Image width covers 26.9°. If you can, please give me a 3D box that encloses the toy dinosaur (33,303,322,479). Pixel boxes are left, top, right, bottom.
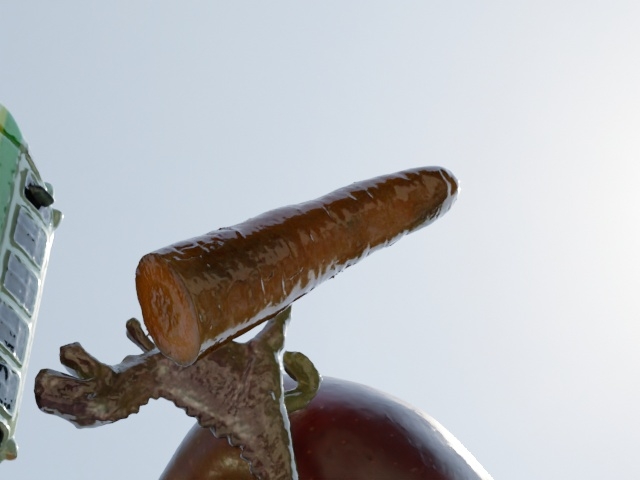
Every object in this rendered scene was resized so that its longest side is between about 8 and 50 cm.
[{"bbox_3d":[-0.053,0.128,0.894,0.251,0.200,0.072,44,-44,-1],"label":"toy dinosaur"}]

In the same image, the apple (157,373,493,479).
[{"bbox_3d":[0.016,0.256,1.059,0.288,0.288,0.317,-50,-48,4],"label":"apple"}]

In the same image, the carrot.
[{"bbox_3d":[0.000,0.000,0.731,0.209,0.061,0.061,-24,-72,-34],"label":"carrot"}]

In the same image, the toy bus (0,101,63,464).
[{"bbox_3d":[-0.271,0.027,0.910,0.133,0.276,0.165,-18,-43,25],"label":"toy bus"}]
